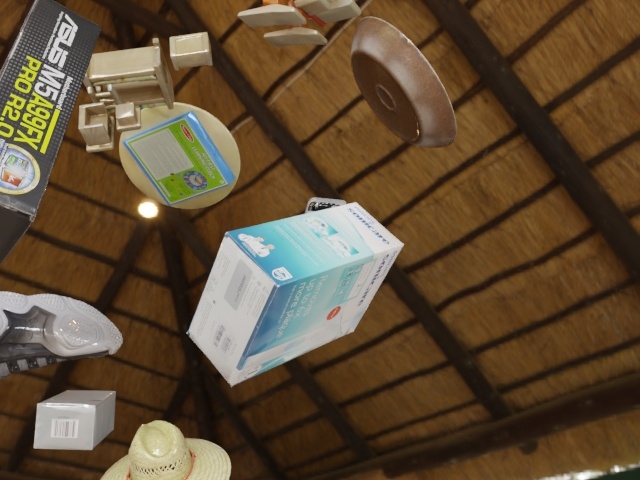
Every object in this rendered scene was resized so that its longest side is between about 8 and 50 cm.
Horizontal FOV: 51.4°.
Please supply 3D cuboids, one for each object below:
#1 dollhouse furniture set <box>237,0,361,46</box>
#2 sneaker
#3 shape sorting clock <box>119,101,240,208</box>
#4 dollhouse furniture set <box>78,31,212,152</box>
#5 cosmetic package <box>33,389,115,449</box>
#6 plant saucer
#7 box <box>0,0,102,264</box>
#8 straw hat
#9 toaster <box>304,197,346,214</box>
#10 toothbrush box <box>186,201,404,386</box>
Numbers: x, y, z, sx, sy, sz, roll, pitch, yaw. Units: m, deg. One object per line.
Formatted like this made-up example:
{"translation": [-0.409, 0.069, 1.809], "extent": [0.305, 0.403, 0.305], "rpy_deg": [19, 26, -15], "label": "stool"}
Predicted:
{"translation": [-0.041, -0.425, 1.026], "extent": [0.135, 0.261, 0.259], "rpy_deg": [3, -5, 25], "label": "dollhouse furniture set"}
{"translation": [-0.413, 0.154, 0.897], "extent": [0.269, 0.101, 0.153], "rpy_deg": [16, -65, -47], "label": "sneaker"}
{"translation": [-0.239, -0.142, 1.135], "extent": [0.206, 0.040, 0.206], "rpy_deg": [4, -51, 5], "label": "shape sorting clock"}
{"translation": [-0.240, -0.197, 0.961], "extent": [0.182, 0.160, 0.101], "rpy_deg": [-8, -30, -2], "label": "dollhouse furniture set"}
{"translation": [-0.548, 0.402, 1.504], "extent": [0.127, 0.107, 0.238], "rpy_deg": [3, -3, -8], "label": "cosmetic package"}
{"translation": [0.097, -0.194, 0.864], "extent": [0.036, 0.198, 0.198], "rpy_deg": [-39, -38, -8], "label": "plant saucer"}
{"translation": [-0.302, -0.058, 0.605], "extent": [0.060, 0.216, 0.270], "rpy_deg": [25, -41, -30], "label": "box"}
{"translation": [-0.157, 0.211, 0.649], "extent": [0.145, 0.144, 0.061], "rpy_deg": [-4, -71, 9], "label": "straw hat"}
{"translation": [0.000, 0.000, 1.723], "extent": [0.110, 0.168, 0.185], "rpy_deg": [12, -51, 4], "label": "toaster"}
{"translation": [-0.036, 0.076, 1.061], "extent": [0.296, 0.126, 0.216], "rpy_deg": [-16, -39, -47], "label": "toothbrush box"}
